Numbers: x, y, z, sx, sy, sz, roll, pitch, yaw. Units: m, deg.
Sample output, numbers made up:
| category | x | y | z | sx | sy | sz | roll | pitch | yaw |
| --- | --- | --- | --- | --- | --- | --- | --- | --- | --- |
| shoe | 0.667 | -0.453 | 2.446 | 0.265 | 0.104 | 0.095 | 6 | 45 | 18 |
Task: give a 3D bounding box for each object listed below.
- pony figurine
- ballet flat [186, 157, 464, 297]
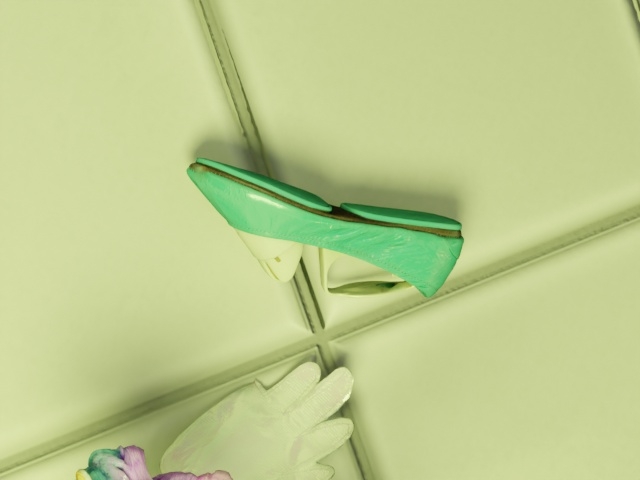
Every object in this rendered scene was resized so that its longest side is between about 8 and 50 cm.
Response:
| category | x | y | z | sx | sy | sz | roll | pitch | yaw |
| --- | --- | --- | --- | --- | --- | --- | --- | --- | --- |
| pony figurine | -0.046 | 0.281 | 1.497 | 0.351 | 0.303 | 0.363 | -22 | 119 | -34 |
| ballet flat | 0.000 | 0.000 | 1.627 | 0.247 | 0.083 | 0.087 | 14 | 96 | -18 |
